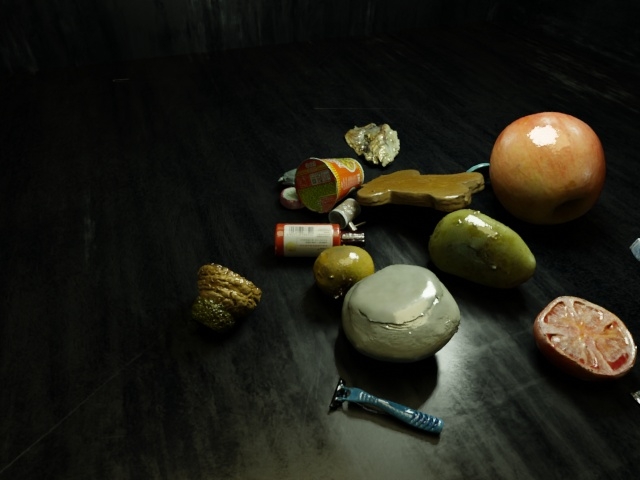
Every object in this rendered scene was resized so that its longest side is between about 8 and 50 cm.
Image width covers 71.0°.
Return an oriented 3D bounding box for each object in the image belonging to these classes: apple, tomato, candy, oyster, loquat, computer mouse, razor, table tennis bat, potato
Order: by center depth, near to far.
[{"bbox_3d":[0.151,0.382,1.020,0.253,0.042,0.082,16,42,14],"label":"razor"},{"bbox_3d":[0.199,0.196,1.128,0.296,0.185,0.295,-12,40,10],"label":"candy"},{"bbox_3d":[0.654,0.258,1.138,0.237,0.095,0.236,3,45,-3],"label":"tomato"},{"bbox_3d":[0.066,0.083,1.274,0.172,0.149,0.204,-13,19,10],"label":"loquat"},{"bbox_3d":[0.468,0.028,1.313,0.307,0.210,0.173,27,23,22],"label":"potato"},{"bbox_3d":[0.754,-0.227,1.502,0.364,0.364,0.364,1,41,-1],"label":"apple"},{"bbox_3d":[-0.095,-0.153,1.615,0.103,0.043,0.103,1,42,-1],"label":"candy"},{"bbox_3d":[-0.049,-0.237,1.693,0.229,0.068,0.113,-22,26,-17],"label":"computer mouse"},{"bbox_3d":[0.631,-0.244,1.702,0.201,0.124,0.033,7,58,-27],"label":"table tennis bat"},{"bbox_3d":[0.235,-0.430,1.897,0.201,0.107,0.354,-15,44,-13],"label":"oyster"}]

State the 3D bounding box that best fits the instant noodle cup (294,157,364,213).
[{"bbox_3d":[0.046,-0.210,1.582,0.193,0.193,0.212,30,33,28],"label":"instant noodle cup"}]

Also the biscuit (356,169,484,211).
[{"bbox_3d":[0.344,-0.170,1.545,0.394,0.076,0.368,5,22,32],"label":"biscuit"}]

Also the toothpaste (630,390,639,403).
[{"bbox_3d":[0.831,0.363,1.074,0.170,0.028,0.045,-11,36,-9],"label":"toothpaste"}]

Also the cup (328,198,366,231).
[{"bbox_3d":[0.097,-0.087,1.523,0.102,0.074,0.099,27,47,26],"label":"cup"}]

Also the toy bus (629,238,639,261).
[{"bbox_3d":[1.102,0.038,1.429,0.191,0.064,0.075,3,54,2],"label":"toy bus"}]

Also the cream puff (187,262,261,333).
[{"bbox_3d":[-0.269,0.168,1.181,0.183,0.183,0.169,21,70,20],"label":"cream puff"}]

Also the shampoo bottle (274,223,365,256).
[{"bbox_3d":[0.000,0.000,1.398,0.278,0.104,0.104,0,41,-1],"label":"shampoo bottle"}]
